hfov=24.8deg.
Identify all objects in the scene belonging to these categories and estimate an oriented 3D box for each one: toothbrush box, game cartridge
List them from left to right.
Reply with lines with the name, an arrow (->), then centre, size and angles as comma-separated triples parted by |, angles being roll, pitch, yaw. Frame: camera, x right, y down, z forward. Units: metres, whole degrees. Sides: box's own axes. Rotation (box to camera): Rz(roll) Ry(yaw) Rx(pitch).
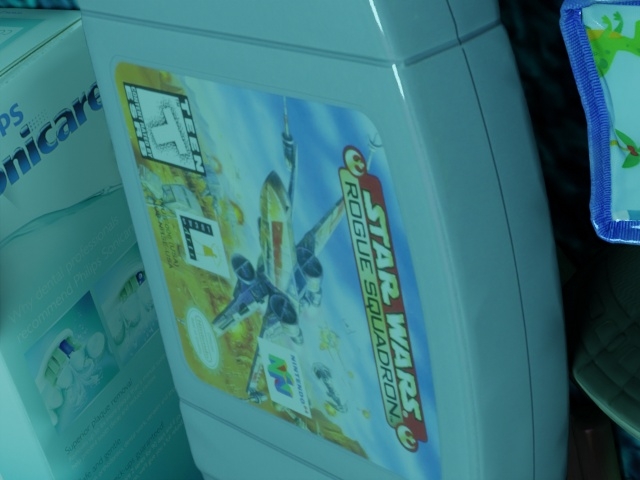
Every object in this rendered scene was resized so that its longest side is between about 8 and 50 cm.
toothbrush box -> -0.182, 0.041, 0.708 | 0.216, 0.126, 0.295 | 6, 129, 32
game cartridge -> 0.000, 0.000, 0.535 | 0.198, 0.062, 0.297 | 21, 129, 52

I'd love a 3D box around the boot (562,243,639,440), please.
boot -> 0.189, 0.098, 0.487 | 0.236, 0.085, 0.178 | 30, 160, 54

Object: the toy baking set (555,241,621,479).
toy baking set -> 0.031, 0.036, 0.630 | 0.197, 0.030, 0.256 | -22, 111, 43

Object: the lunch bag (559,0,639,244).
lunch bag -> 0.159, -0.057, 0.393 | 0.151, 0.129, 0.096 | 3, 128, 30
